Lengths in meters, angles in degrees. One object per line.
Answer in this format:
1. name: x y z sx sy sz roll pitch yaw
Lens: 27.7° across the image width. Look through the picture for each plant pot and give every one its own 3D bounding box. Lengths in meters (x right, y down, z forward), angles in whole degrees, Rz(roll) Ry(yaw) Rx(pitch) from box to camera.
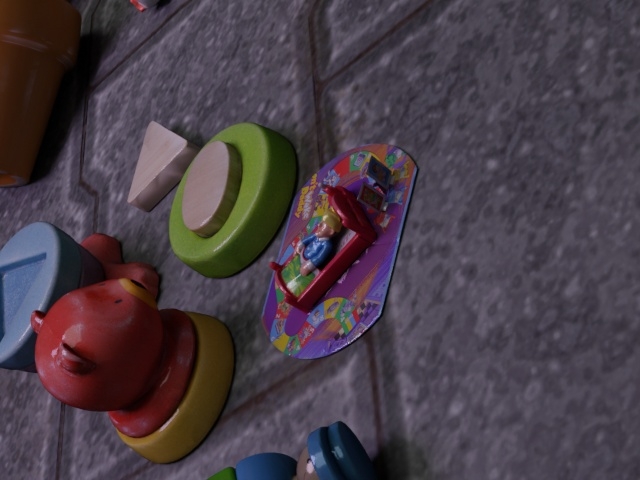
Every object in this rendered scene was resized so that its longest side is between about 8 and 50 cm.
1. plant pot: -0.365 -0.159 1.376 0.205 0.205 0.188 -7 76 49

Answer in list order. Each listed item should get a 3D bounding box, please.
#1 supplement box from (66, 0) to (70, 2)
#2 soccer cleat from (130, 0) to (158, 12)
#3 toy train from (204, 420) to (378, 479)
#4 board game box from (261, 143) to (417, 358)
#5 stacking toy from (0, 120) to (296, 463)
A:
1. supplement box: -0.363 -0.375 1.516 0.191 0.129 0.194 -46 57 20
2. soccer cleat: -0.199 -0.307 1.367 0.076 0.068 0.196 -47 34 13
3. toy train: -0.014 0.226 0.739 0.143 0.105 0.248 -33 41 14
4. board game box: 0.000 0.000 0.926 0.133 0.033 0.169 -8 60 49
5. stacking toy: -0.172 0.006 1.055 0.309 0.130 0.280 14 78 54
